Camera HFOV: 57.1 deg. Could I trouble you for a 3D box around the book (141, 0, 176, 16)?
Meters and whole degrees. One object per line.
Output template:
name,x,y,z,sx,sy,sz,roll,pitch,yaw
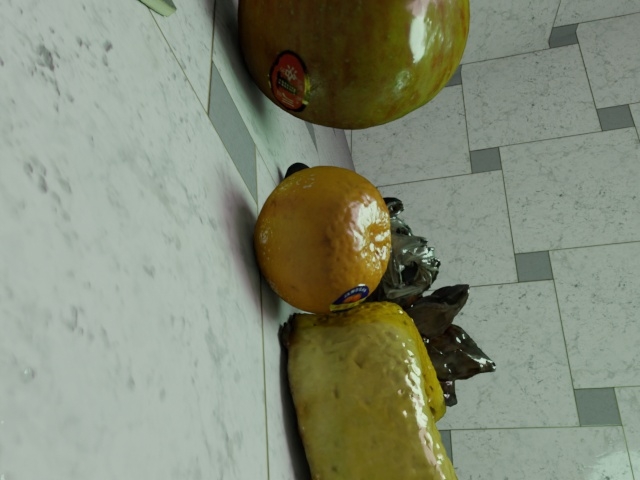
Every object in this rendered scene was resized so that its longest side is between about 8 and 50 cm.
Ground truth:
book,-0.201,-0.329,0.568,0.138,0.016,0.198,-55,127,-80

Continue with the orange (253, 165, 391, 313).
orange,0.004,0.000,0.704,0.178,0.155,0.177,-18,116,-43

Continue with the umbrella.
umbrella,0.051,-0.041,0.905,0.358,0.106,0.113,43,-20,49

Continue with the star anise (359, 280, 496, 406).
star anise,0.133,0.148,0.997,0.118,0.332,0.331,-25,99,-42

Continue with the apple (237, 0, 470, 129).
apple,0.052,-0.385,0.998,0.400,0.401,0.333,-99,-171,-46

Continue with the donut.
donut,0.096,0.270,0.736,0.377,0.164,0.434,58,16,-57
